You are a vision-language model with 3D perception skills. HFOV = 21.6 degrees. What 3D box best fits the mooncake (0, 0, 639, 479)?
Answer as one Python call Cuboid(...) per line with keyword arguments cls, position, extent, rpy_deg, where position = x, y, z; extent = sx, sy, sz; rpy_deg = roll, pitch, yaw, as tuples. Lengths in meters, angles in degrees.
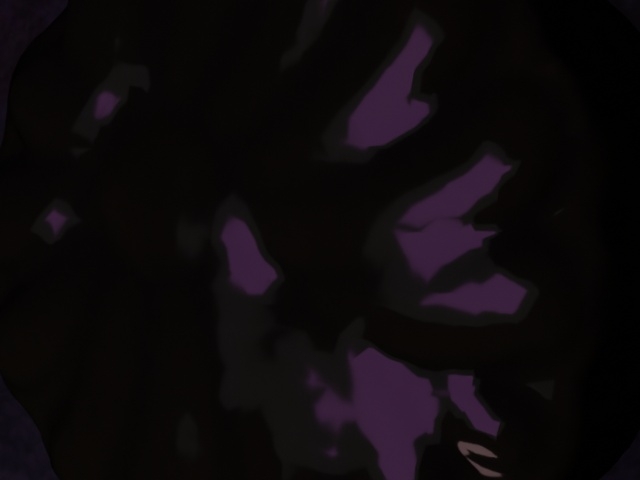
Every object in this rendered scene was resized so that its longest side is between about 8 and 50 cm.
Cuboid(cls="mooncake", position=(0.000, 0.000, 0.833), extent=(0.356, 0.194, 0.357), rpy_deg=(2, 95, 26))
